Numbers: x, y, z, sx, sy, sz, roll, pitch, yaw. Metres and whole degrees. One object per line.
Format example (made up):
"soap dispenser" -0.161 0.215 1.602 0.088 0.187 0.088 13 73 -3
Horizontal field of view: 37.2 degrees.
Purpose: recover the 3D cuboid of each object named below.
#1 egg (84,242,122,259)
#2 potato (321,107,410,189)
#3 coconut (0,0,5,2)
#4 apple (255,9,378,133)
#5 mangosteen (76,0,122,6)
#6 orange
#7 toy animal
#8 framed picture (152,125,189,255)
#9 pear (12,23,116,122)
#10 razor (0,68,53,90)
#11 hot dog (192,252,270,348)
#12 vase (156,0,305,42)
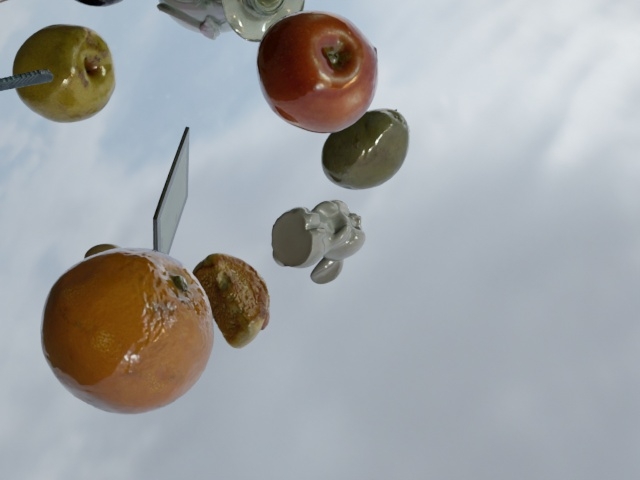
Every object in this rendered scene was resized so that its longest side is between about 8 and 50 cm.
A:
"egg" -0.484 0.044 2.140 0.080 0.096 0.080 -164 -90 -86
"potato" 0.109 -0.214 2.246 0.235 0.178 0.160 -47 -121 23
"coconut" -0.516 -0.543 1.368 0.404 0.404 0.404 -31 -144 27
"apple" -0.002 -0.216 1.215 0.163 0.163 0.139 -58 -168 -12
"mangosteen" -0.434 -0.546 1.810 0.210 0.210 0.210 -31 -144 27
"orange" -0.343 0.159 1.712 0.312 0.312 0.312 -31 -144 27
"toy animal" -0.008 0.002 1.950 0.178 0.193 0.127 -41 -112 27
"framed picture" -0.379 -0.087 2.429 0.265 0.016 0.347 101 -1 -48
"pear" -0.528 -0.339 1.941 0.209 0.209 0.209 -31 -144 27
"razor" -0.492 -0.243 1.461 0.190 0.066 0.033 -23 155 -52
"hot dog" -0.222 0.150 2.539 0.150 0.153 0.257 -42 -106 37
"vase" -0.195 -0.533 1.982 0.250 0.250 0.445 -51 -147 -3
